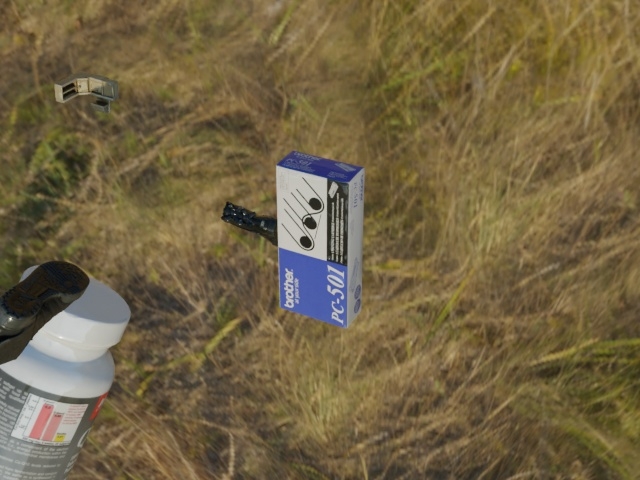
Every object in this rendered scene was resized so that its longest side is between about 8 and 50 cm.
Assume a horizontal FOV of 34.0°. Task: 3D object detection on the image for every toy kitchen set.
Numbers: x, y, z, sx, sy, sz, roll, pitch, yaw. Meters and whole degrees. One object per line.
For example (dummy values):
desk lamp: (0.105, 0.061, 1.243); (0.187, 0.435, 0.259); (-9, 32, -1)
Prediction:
toy kitchen set: (-0.411, -0.249, 1.851); (0.083, 0.068, 0.075); (17, 34, 22)

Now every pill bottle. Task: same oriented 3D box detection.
pill bottle: (-0.440, 0.235, 1.597); (0.210, 0.210, 0.363); (31, 104, 14)

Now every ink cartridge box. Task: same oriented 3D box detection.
ink cartridge box: (0.000, 0.000, 1.266); (0.097, 0.207, 0.046); (16, 36, 23)

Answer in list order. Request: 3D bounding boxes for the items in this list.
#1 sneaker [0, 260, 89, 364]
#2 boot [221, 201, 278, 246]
sneaker: (-0.310, 0.082, 1.078); (0.051, 0.170, 0.089); (41, 115, 4)
boot: (-0.117, -0.030, 1.824); (0.099, 0.121, 0.045); (17, 82, 9)
